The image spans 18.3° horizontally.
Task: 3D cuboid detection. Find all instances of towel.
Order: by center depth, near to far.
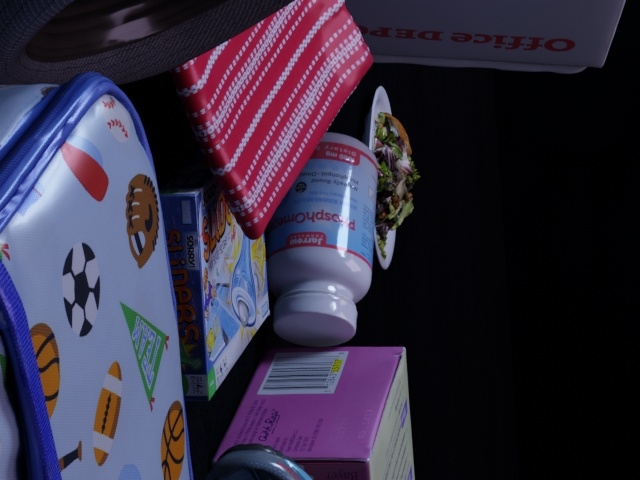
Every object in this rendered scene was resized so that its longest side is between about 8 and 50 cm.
[{"bbox_3d":[-0.048,-0.166,1.251,0.199,0.031,0.275,-58,138,-43],"label":"towel"}]

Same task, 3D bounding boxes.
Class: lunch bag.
[{"bbox_3d":[-0.130,0.101,0.801,0.243,0.115,0.303,-69,155,-59],"label":"lunch bag"}]

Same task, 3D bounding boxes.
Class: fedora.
[{"bbox_3d":[-0.079,-0.173,0.934,0.124,0.244,0.275,61,19,4],"label":"fedora"}]

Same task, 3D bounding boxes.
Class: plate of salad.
[{"bbox_3d":[0.077,-0.068,2.158,0.200,0.048,0.199,0,90,-80],"label":"plate of salad"}]

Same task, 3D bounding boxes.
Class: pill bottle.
[{"bbox_3d":[0.000,0.000,1.603,0.087,0.087,0.160,71,20,-60],"label":"pill bottle"}]

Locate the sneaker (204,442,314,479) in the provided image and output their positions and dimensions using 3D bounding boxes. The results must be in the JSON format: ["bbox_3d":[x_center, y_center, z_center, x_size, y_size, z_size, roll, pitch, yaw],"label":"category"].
[{"bbox_3d":[-0.042,0.266,1.303,0.125,0.104,0.261,-17,106,-77],"label":"sneaker"}]

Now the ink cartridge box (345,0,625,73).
[{"bbox_3d":[0.115,-0.298,1.561,0.384,0.279,0.160,96,-2,-66],"label":"ink cartridge box"}]

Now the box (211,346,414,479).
[{"bbox_3d":[0.004,0.231,1.518,0.213,0.117,0.243,-65,151,-68],"label":"box"}]

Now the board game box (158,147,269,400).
[{"bbox_3d":[-0.073,0.013,1.336,0.201,0.035,0.136,-57,145,-72],"label":"board game box"}]
